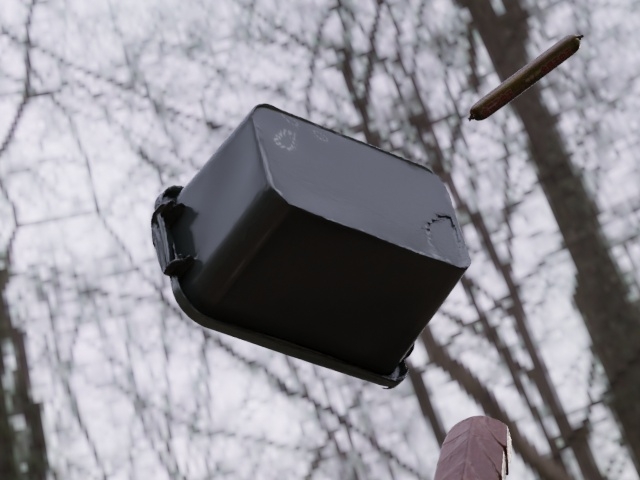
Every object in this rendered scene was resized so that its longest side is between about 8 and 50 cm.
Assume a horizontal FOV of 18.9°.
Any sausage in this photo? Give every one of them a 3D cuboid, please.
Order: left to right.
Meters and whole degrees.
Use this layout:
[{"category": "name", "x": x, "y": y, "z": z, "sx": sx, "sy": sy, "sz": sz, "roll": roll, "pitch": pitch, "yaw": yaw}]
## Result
[{"category": "sausage", "x": 0.128, "y": 0.202, "z": 1.618, "sx": 0.065, "sy": 0.169, "sz": 0.065, "roll": 5, "pitch": -60, "yaw": 9}, {"category": "sausage", "x": 0.145, "y": -0.115, "z": 1.352, "sx": 0.100, "sy": 0.015, "sz": 0.015, "roll": -36, "pitch": -43, "yaw": 2}]

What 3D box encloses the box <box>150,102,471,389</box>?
[{"category": "box", "x": 0.000, "y": 0.000, "z": 1.562, "sx": 0.243, "sy": 0.163, "sz": 0.135, "roll": 21, "pitch": -56, "yaw": -29}]
